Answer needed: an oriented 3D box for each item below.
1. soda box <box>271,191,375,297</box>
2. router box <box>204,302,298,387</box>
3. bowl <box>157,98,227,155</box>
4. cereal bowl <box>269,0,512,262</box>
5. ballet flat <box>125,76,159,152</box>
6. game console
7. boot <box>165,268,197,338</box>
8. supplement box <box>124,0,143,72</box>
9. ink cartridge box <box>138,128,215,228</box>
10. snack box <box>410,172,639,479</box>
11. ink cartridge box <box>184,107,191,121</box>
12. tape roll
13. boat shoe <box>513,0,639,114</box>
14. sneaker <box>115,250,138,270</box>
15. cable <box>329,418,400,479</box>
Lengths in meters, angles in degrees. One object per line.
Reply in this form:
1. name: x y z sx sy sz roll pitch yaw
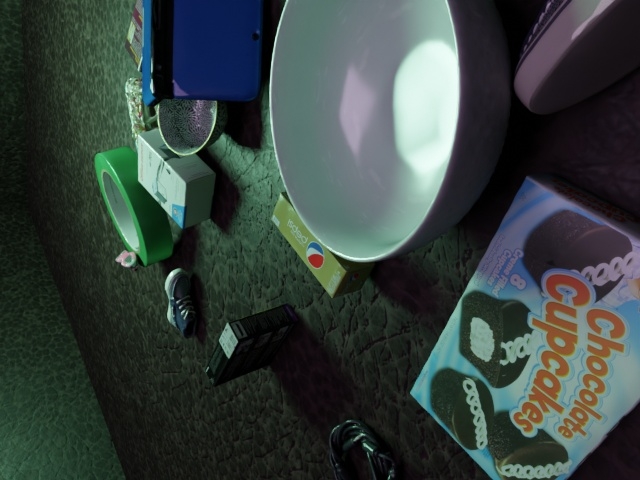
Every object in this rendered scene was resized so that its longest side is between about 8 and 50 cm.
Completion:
1. soda box: 0.000 0.000 0.724 0.181 0.061 0.058 51 134 30
2. router box: -0.136 0.203 0.911 0.046 0.133 0.179 55 136 25
3. bowl: -0.240 -0.254 0.950 0.170 0.080 0.170 3 96 33
4. cereal bowl: 0.077 -0.152 0.540 0.339 0.141 0.339 22 117 53
5. ballet flat: -0.433 -0.297 1.197 0.077 0.091 0.241 -10 97 19
6. game console: -0.224 -0.396 0.865 0.250 0.173 0.293 18 106 63
7. boot: -0.352 0.165 1.231 0.086 0.069 0.190 37 135 31
8. supplement box: -0.349 -0.468 1.027 0.104 0.081 0.188 55 129 27
9. ink cartridge box: -0.327 -0.142 1.067 0.190 0.082 0.140 42 137 22
10. snack box: 0.231 0.115 0.497 0.187 0.060 0.322 42 129 36
11. ink cartridge box: -0.304 -0.344 1.068 0.145 0.045 0.179 7 86 50
12. tape roll: -0.505 -0.089 1.278 0.321 0.077 0.321 37 140 40
13. boat shoe: 0.249 -0.268 0.344 0.340 0.127 0.158 -49 55 36
14. sneaker: -0.521 0.063 1.308 0.119 0.047 0.057 14 145 54
15. cable: 0.064 0.395 0.785 0.150 0.047 0.184 20 115 47
